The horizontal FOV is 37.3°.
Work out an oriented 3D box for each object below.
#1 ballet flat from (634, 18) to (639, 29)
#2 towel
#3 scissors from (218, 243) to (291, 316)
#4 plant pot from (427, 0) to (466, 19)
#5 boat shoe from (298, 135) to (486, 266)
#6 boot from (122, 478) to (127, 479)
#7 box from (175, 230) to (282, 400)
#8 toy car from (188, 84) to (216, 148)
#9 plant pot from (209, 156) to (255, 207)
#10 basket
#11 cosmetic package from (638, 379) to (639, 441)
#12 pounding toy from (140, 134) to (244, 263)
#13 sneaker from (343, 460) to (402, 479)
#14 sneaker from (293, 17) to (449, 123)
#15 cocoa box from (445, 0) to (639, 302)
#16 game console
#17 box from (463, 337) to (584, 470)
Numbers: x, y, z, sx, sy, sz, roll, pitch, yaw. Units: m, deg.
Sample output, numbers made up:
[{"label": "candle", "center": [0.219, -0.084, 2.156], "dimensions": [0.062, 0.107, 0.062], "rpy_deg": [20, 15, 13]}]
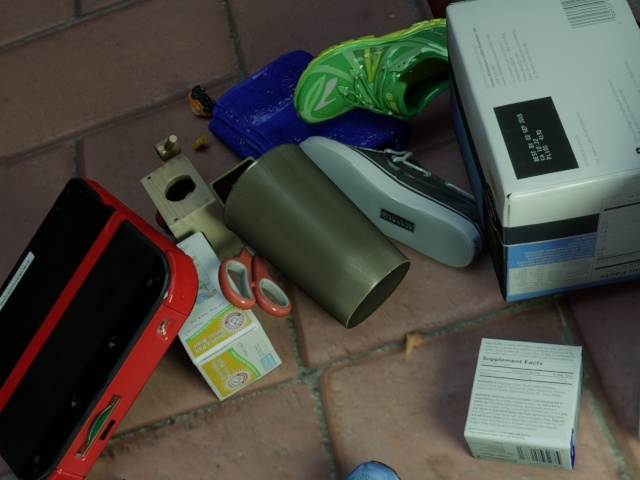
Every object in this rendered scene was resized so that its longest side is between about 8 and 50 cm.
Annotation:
[{"label": "ballet flat", "center": [0.488, -0.311, 1.463], "dimensions": [0.074, 0.074, 0.203], "rpy_deg": [-36, 51, -10]}, {"label": "towel", "center": [-0.026, -0.191, 1.549], "dimensions": [0.228, 0.076, 0.308], "rpy_deg": [-39, 51, -11]}, {"label": "scissors", "center": [-0.107, 0.013, 1.371], "dimensions": [0.021, 0.109, 0.297], "rpy_deg": [-58, 27, 25]}, {"label": "plant pot", "center": [0.265, -0.419, 1.461], "dimensions": [0.272, 0.265, 0.272], "rpy_deg": [-20, 43, 20]}, {"label": "boat shoe", "center": [0.111, -0.078, 1.373], "dimensions": [0.306, 0.113, 0.105], "rpy_deg": [27, 50, 22]}, {"label": "boot", "center": [-0.265, 0.375, 1.230], "dimensions": [0.114, 0.037, 0.106], "rpy_deg": [-38, 53, -17]}, {"label": "box", "center": [-0.155, 0.106, 1.342], "dimensions": [0.103, 0.114, 0.203], "rpy_deg": [-31, 51, -7]}, {"label": "toy car", "center": [-0.220, -0.213, 1.651], "dimensions": [0.040, 0.060, 0.122], "rpy_deg": [-30, 33, 38]}, {"label": "plant pot", "center": [-0.123, -0.074, 1.485], "dimensions": [0.081, 0.081, 0.083], "rpy_deg": [-35, 7, -9]}, {"label": "basket", "center": [0.000, 0.000, 1.311], "dimensions": [0.227, 0.204, 0.154], "rpy_deg": [43, 85, 17]}, {"label": "cosmetic package", "center": [0.556, 0.030, 1.004], "dimensions": [0.327, 0.329, 0.393], "rpy_deg": [15, 60, 25]}, {"label": "pounding toy", "center": [-0.227, -0.077, 1.463], "dimensions": [0.094, 0.181, 0.206], "rpy_deg": [-33, 50, -6]}, {"label": "sneaker", "center": [0.010, 0.391, 1.044], "dimensions": [0.130, 0.147, 0.330], "rpy_deg": [11, 58, 26]}, {"label": "sneaker", "center": [0.091, -0.240, 1.420], "dimensions": [0.296, 0.109, 0.123], "rpy_deg": [-18, 49, 19]}, {"label": "cocoa box", "center": [0.307, -0.133, 1.230], "dimensions": [0.232, 0.228, 0.347], "rpy_deg": [-11, 52, 3]}, {"label": "game console", "center": [-0.362, 0.130, 1.357], "dimensions": [0.342, 0.060, 0.386], "rpy_deg": [34, 91, 42]}, {"label": "box", "center": [0.251, 0.197, 1.155], "dimensions": [0.126, 0.072, 0.137], "rpy_deg": [3, 56, 22]}]
